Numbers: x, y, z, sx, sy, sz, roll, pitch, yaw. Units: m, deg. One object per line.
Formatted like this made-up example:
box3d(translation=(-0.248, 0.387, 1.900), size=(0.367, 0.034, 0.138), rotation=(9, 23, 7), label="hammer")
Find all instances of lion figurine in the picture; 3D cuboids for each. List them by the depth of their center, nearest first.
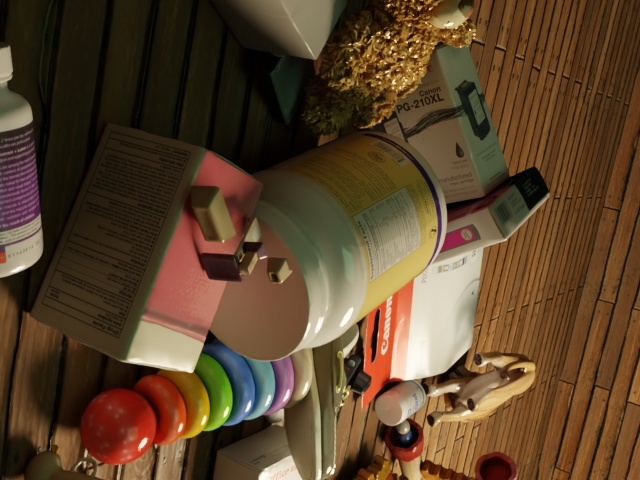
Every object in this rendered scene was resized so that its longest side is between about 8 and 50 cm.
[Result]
box3d(translation=(0.387, 0.332, 1.810), size=(0.240, 0.392, 0.142), rotation=(-4, 74, -28), label="lion figurine")

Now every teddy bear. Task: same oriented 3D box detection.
box3d(translation=(0.100, -0.252, 1.048), size=(0.245, 0.113, 0.338), rotation=(2, 144, -48), label="teddy bear")

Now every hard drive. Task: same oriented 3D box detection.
box3d(translation=(-0.042, -0.230, 1.073), size=(0.094, 0.022, 0.135), rotation=(-63, 164, -16), label="hard drive")

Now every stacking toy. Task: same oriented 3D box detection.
box3d(translation=(-0.161, 0.204, 1.035), size=(0.330, 0.141, 0.141), rotation=(-18, 119, -49), label="stacking toy")

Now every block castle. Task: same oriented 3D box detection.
box3d(translation=(0.177, 0.591, 1.580), size=(0.453, 0.302, 0.213), rotation=(-52, 142, -33), label="block castle")

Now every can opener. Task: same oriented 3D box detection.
box3d(translation=(0.043, 0.246, 1.400), size=(0.186, 0.073, 0.059), rotation=(-16, 122, -71), label="can opener")

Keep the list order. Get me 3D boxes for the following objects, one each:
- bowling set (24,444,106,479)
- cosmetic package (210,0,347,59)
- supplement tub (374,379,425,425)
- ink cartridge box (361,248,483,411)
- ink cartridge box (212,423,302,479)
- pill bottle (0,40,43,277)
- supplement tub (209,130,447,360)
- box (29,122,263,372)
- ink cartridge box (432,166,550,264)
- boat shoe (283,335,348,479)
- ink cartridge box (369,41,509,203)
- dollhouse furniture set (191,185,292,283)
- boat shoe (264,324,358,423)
box3d(translation=(-0.306, 0.404, 0.915), size=(0.287, 0.154, 0.200), rotation=(-61, 165, -21), label="bowling set")
box3d(translation=(-0.076, -0.324, 0.913), size=(0.107, 0.127, 0.238), rotation=(-64, 149, -14), label="cosmetic package")
box3d(translation=(0.169, 0.340, 1.669), size=(0.107, 0.071, 0.071), rotation=(-18, 120, -54), label="supplement tub")
box3d(translation=(0.218, 0.149, 1.629), size=(0.385, 0.091, 0.308), rotation=(-31, 130, -52), label="ink cartridge box")
box3d(translation=(-0.098, 0.424, 1.263), size=(0.160, 0.092, 0.220), rotation=(-7, 110, -57), label="ink cartridge box")
box3d(translation=(-0.303, -0.072, 0.688), size=(0.108, 0.108, 0.194), rotation=(-25, 125, -51), label="pill bottle")
box3d(translation=(0.000, 0.000, 1.077), size=(0.331, 0.240, 0.241), rotation=(-30, 129, -48), label="supplement tub")
box3d(translation=(-0.187, 0.009, 0.872), size=(0.127, 0.148, 0.233), rotation=(29, 81, -59), label="box")
box3d(translation=(0.186, -0.008, 1.325), size=(0.175, 0.370, 0.069), rotation=(-36, 97, -45), label="ink cartridge box")
box3d(translation=(-0.004, 0.209, 1.197), size=(0.091, 0.109, 0.305), rotation=(0, 77, -29), label="boat shoe")
box3d(translation=(0.175, -0.181, 1.261), size=(0.100, 0.171, 0.237), rotation=(-33, 107, -45), label="ink cartridge box")
box3d(translation=(-0.077, -0.024, 0.822), size=(0.081, 0.090, 0.114), rotation=(-66, 150, -43), label="dollhouse furniture set")
box3d(translation=(-0.020, 0.215, 1.315), size=(0.227, 0.079, 0.081), rotation=(-38, 141, -35), label="boat shoe")
